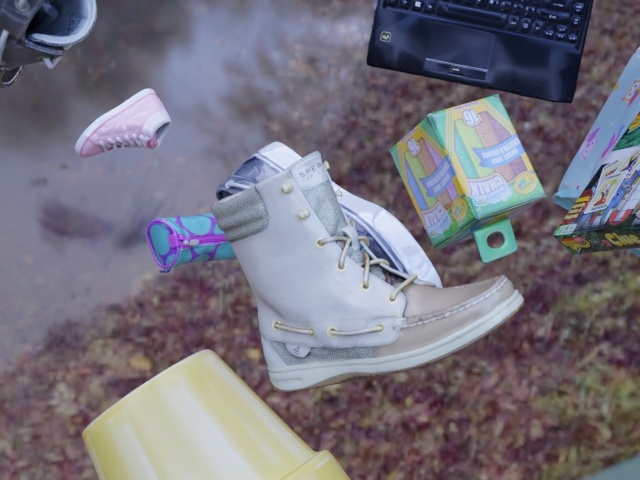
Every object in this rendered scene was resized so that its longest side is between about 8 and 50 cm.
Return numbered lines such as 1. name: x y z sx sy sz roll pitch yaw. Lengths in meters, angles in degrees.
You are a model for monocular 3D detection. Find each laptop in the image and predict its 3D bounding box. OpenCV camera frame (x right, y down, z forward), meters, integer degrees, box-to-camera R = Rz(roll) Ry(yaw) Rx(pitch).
1. laptop: 0.192 -0.285 1.271 0.234 0.264 0.136 10 7 -9

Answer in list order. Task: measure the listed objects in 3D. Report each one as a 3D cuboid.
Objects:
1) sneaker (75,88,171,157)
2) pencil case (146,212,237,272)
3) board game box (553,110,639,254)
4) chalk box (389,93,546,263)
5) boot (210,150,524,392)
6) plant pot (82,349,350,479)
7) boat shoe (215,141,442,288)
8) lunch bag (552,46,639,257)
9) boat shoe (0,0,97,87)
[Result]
1. sneaker: -0.261 -0.141 1.693 0.134 0.051 0.070 -37 75 -8
2. pencil case: -0.132 -0.003 1.518 0.152 0.064 0.070 -9 10 -39
3. board game box: 0.267 -0.055 0.866 0.030 0.260 0.136 43 74 -12
4. chalk box: 0.217 -0.076 1.789 0.132 0.132 0.213 -20 79 -29
5. boot: 0.027 0.013 0.906 0.213 0.165 0.077 -17 5 33
6. plant pot: -0.118 0.256 1.312 0.254 0.254 0.239 -30 81 -35
7. boat shoe: 0.000 0.000 1.313 0.102 0.108 0.301 -35 51 -21
8. lunch bag: 0.417 -0.068 1.327 0.262 0.160 0.223 31 81 -11
9. boat shoe: -0.234 -0.182 0.967 0.119 0.335 0.121 27 72 -6
